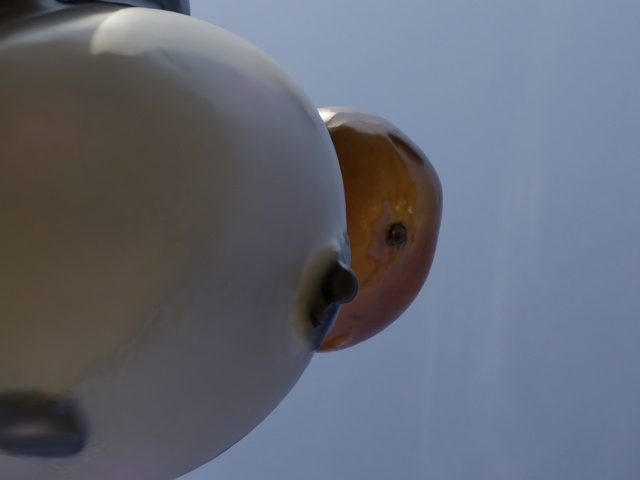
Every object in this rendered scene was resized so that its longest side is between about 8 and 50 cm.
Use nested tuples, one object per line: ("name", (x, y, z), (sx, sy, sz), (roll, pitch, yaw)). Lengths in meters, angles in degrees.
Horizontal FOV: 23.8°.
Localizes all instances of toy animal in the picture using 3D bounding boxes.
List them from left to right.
("toy animal", (-0.097, -0.021, 0.517), (0.187, 0.165, 0.235), (-27, -122, -20))

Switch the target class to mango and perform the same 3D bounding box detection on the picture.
("mango", (0.000, 0.000, 0.972), (0.219, 0.112, 0.144), (-45, -122, 61))
